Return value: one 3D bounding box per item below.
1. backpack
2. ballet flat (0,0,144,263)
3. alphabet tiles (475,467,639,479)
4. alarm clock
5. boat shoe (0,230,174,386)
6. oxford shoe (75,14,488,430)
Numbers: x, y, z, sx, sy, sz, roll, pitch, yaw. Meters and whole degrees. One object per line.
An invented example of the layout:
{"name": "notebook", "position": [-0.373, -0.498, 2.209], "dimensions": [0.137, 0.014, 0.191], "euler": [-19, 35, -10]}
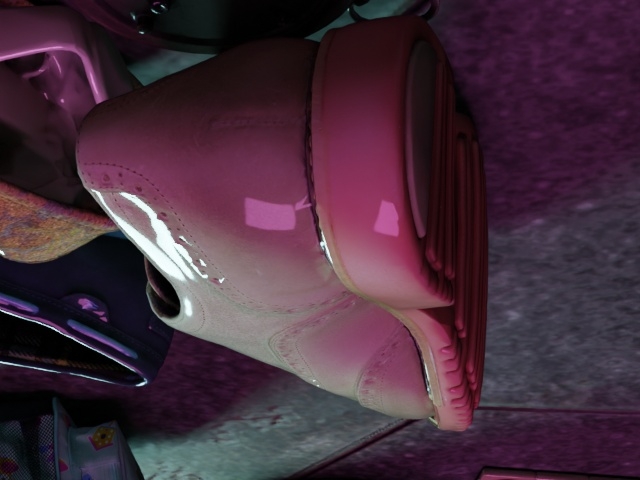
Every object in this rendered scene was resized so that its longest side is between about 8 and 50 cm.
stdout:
{"name": "backpack", "position": [-0.182, 0.216, 1.256], "dimensions": [0.144, 0.188, 0.166], "euler": [0, 153, 3]}
{"name": "ballet flat", "position": [-0.161, -0.083, 0.746], "dimensions": [0.123, 0.123, 0.348], "euler": [-10, 157, 21]}
{"name": "alphabet tiles", "position": [0.198, 0.228, 1.464], "dimensions": [0.198, 0.009, 0.237], "euler": [5, 153, -8]}
{"name": "alarm clock", "position": [-0.028, -0.118, 0.733], "dimensions": [0.192, 0.064, 0.129], "euler": [18, 149, -35]}
{"name": "boat shoe", "position": [-0.206, 0.030, 0.997], "dimensions": [0.258, 0.089, 0.109], "euler": [3, 153, -1]}
{"name": "oxford shoe", "position": [0.000, 0.000, 0.863], "dimensions": [0.146, 0.140, 0.397], "euler": [-2, 160, 10]}
